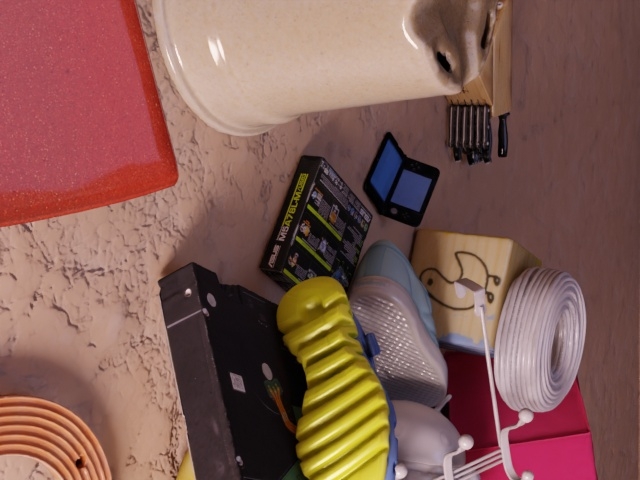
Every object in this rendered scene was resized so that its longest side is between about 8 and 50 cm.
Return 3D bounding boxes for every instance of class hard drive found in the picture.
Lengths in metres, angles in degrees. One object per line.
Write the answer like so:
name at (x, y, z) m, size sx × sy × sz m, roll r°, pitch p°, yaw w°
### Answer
hard drive at (-0.074, 0.212, 1.035) m, size 0.237 × 0.064 × 0.339 m, roll 33°, pitch 34°, yaw -56°

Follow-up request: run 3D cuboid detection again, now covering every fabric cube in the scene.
fabric cube at (0.392, 0.373, 1.718) m, size 0.259 × 0.254 × 0.258 m, roll -84°, pitch 158°, yaw -50°

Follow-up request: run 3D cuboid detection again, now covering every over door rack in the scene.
over door rack at (0.175, 0.242, 1.269) m, size 0.239 × 0.108 × 0.324 m, roll -17°, pitch 94°, yaw -24°

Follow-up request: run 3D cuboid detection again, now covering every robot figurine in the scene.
robot figurine at (0.119, 0.411, 1.407) m, size 0.299 × 0.199 × 0.354 m, roll 14°, pitch 84°, yaw -23°

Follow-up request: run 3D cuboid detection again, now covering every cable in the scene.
cable at (0.385, 0.176, 1.533) m, size 0.257 × 0.089 × 0.257 m, roll -55°, pitch 139°, yaw -36°

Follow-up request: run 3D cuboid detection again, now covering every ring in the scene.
ring at (-0.330, 0.313, 0.841) m, size 0.336 × 0.032 × 0.337 m, roll -18°, pitch 112°, yaw -56°

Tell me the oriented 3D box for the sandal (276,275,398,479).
sandal at (0.038, 0.194, 1.082) m, size 0.138 × 0.126 × 0.317 m, roll 50°, pitch 23°, yaw -44°

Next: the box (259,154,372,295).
box at (0.000, 0.000, 1.288) m, size 0.190 × 0.045 × 0.184 m, roll 44°, pitch 62°, yaw -53°

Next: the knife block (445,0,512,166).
knife block at (0.317, -0.289, 1.690) m, size 0.242 × 0.088 × 0.276 m, roll 52°, pitch 53°, yaw -49°

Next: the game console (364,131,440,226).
game console at (0.137, -0.101, 1.462) m, size 0.071 × 0.107 × 0.122 m, roll 96°, pitch 17°, yaw -64°

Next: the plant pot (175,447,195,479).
plant pot at (-0.127, 0.309, 1.085) m, size 0.095 × 0.134 × 0.134 m, roll -50°, pitch 146°, yaw 6°

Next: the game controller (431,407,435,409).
game controller at (0.193, 0.423, 1.672) m, size 0.166 × 0.067 × 0.319 m, roll -50°, pitch 136°, yaw -20°

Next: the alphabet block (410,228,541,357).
alphabet block at (0.275, 0.102, 1.604) m, size 0.193 × 0.192 × 0.197 m, roll 26°, pitch 73°, yaw -58°

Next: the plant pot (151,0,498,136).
plant pot at (0.027, -0.283, 1.030) m, size 0.333 × 0.305 × 0.334 m, roll -17°, pitch 110°, yaw -55°

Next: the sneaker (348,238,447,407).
sneaker at (0.146, 0.143, 1.465) m, size 0.366 × 0.135 × 0.150 m, roll 71°, pitch 29°, yaw -46°

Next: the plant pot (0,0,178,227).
plant pot at (-0.297, -0.134, 0.617) m, size 0.235 × 0.267 × 0.267 m, roll -32°, pitch 122°, yaw -37°
